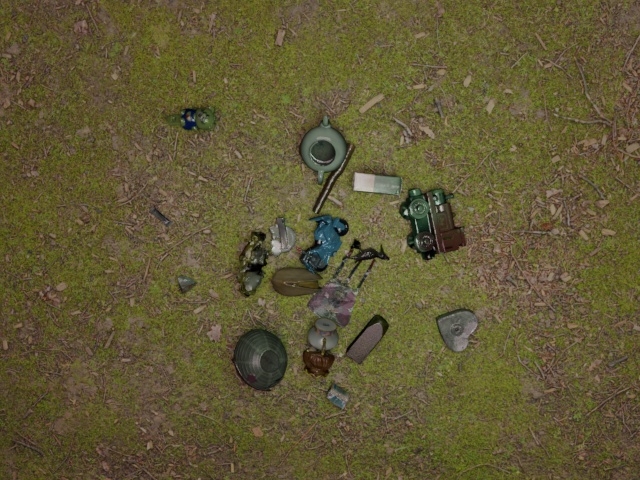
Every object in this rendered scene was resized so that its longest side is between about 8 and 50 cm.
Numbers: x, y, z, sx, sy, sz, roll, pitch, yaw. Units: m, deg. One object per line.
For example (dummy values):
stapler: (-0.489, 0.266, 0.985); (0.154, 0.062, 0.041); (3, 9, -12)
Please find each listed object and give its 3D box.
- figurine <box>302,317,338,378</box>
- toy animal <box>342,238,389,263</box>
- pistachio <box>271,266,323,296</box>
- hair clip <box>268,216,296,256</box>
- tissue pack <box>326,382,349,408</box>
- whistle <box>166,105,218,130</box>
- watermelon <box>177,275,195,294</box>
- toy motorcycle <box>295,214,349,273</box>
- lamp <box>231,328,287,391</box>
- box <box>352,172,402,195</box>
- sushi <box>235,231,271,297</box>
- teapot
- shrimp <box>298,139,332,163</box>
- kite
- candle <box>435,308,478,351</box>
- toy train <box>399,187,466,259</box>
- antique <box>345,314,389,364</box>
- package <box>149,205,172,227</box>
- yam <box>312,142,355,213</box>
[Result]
figurine: (-0.001, 0.471, 1.883); (0.142, 0.189, 0.263); (12, 111, 1)
toy animal: (0.200, 0.057, 1.879); (0.203, 0.070, 0.105); (11, 90, -6)
pistachio: (-0.100, 0.180, 1.877); (0.223, 0.152, 0.126); (4, 93, -15)
hair clip: (-0.165, -0.017, 1.908); (0.116, 0.049, 0.172); (-6, 98, 9)
tissue pack: (0.076, 0.692, 1.954); (0.094, 0.074, 0.058); (31, 100, 3)
whistle: (-0.547, -0.519, 1.862); (0.228, 0.085, 0.105); (1, 87, 5)
watermelon: (-0.614, 0.197, 1.956); (0.085, 0.061, 0.085); (-1, 103, -2)
toy motorcycle: (0.000, 0.000, 1.850); (0.182, 0.124, 0.272); (34, 79, -21)
lamp: (-0.259, 0.516, 1.889); (0.233, 0.233, 0.265); (-38, 99, 7)
box: (0.231, -0.232, 1.811); (0.199, 0.135, 0.081); (4, 96, 3)
sushi: (-0.293, 0.107, 1.888); (0.131, 0.139, 0.290); (17, 96, -6)
teapot: (0.012, -0.366, 1.774); (0.193, 0.129, 0.294); (6, 115, 1)
shrimp: (-0.002, -0.402, 1.859); (0.187, 0.051, 0.132); (-30, 110, 13)
kite: (0.097, 0.206, 1.926); (0.204, 0.022, 0.360); (28, 97, 2)
candle: (0.577, 0.373, 1.885); (0.169, 0.068, 0.192); (23, 94, 3)
toy train: (0.464, -0.079, 1.815); (0.222, 0.150, 0.304); (-13, 94, -5)
antique: (0.208, 0.427, 1.911); (0.081, 0.080, 0.221); (37, 98, 1)
package: (-0.714, -0.104, 1.954); (0.110, 0.015, 0.037); (41, 98, 0)
yam: (0.056, -0.262, 1.867); (0.045, 0.045, 0.326); (25, 99, -25)
